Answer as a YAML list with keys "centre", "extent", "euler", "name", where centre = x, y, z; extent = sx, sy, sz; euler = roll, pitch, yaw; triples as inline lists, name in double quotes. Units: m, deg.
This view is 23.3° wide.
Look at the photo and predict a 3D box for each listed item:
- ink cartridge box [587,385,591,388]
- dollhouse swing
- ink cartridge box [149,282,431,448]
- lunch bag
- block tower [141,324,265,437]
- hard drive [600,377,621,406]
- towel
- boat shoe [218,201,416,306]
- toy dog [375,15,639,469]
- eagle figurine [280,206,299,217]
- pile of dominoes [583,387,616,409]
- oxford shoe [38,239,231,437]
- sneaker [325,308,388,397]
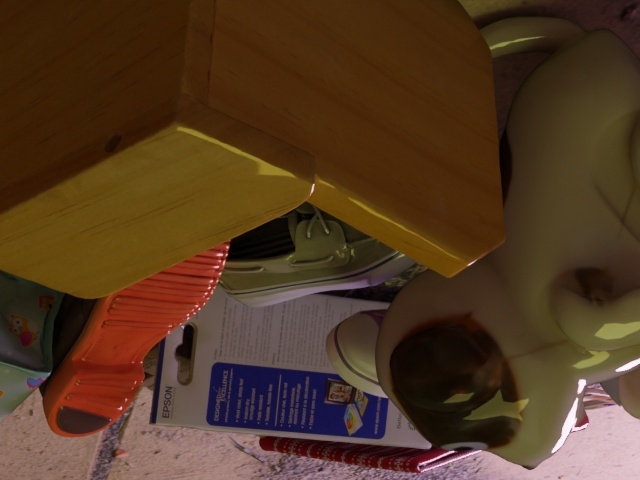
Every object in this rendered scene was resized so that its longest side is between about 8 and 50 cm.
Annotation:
- centre: [0.255, 0.134, 1.999]
  extent: [0.217, 0.092, 0.158]
  euler: [0, 150, -15]
  name: "ink cartridge box"
- centre: [-0.067, -0.100, 1.243]
  extent: [0.315, 0.347, 0.305]
  euler: [-25, 134, 27]
  name: "dollhouse swing"
- centre: [-0.029, 0.150, 1.882]
  extent: [0.370, 0.176, 0.069]
  euler: [8, 176, -25]
  name: "ink cartridge box"
- centre: [-0.457, 0.110, 1.753]
  extent: [0.262, 0.160, 0.223]
  euler: [22, 139, -29]
  name: "lunch bag"
- centre: [-0.135, 0.158, 1.961]
  extent: [0.097, 0.091, 0.335]
  euler: [-26, 144, 30]
  name: "block tower"
- centre: [0.462, 0.027, 1.742]
  extent: [0.353, 0.047, 0.233]
  euler: [-36, 152, -11]
  name: "hard drive"
- centre: [0.077, 0.262, 2.062]
  extent: [0.274, 0.031, 0.199]
  euler: [2, -172, 41]
  name: "towel"
- centre: [0.000, 0.000, 1.712]
  extent: [0.302, 0.109, 0.094]
  euler: [-21, 145, 28]
  name: "boat shoe"
- centre: [0.225, 0.027, 1.455]
  extent: [0.395, 0.408, 0.284]
  euler: [39, 179, -9]
  name: "toy dog"
- centre: [-0.075, -0.119, 1.426]
  extent: [0.298, 0.225, 0.226]
  euler: [-16, 165, -6]
  name: "eagle figurine"
- centre: [0.265, 0.226, 2.031]
  extent: [0.251, 0.040, 0.196]
  euler: [12, 159, -40]
  name: "pile of dominoes"
- centre: [-0.226, 0.056, 1.748]
  extent: [0.130, 0.133, 0.364]
  euler: [14, 124, -41]
  name: "oxford shoe"
- centre: [0.151, 0.085, 1.653]
  extent: [0.282, 0.102, 0.161]
  euler: [0, 147, -31]
  name: "sneaker"
